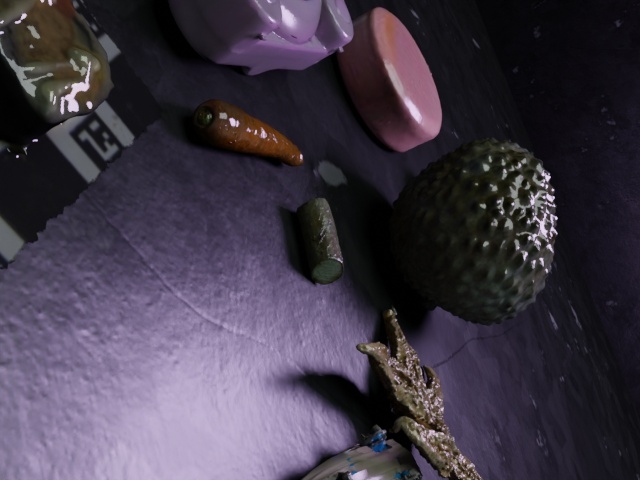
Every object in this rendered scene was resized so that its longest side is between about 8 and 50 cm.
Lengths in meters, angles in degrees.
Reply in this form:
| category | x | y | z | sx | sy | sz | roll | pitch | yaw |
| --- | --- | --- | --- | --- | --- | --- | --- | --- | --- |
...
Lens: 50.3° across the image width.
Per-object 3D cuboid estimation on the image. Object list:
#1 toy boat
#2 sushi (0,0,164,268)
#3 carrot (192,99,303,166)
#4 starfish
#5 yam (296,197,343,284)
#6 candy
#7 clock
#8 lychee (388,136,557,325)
| category | x | y | z | sx | sy | sz | roll | pitch | yaw |
| --- | --- | --- | --- | --- | --- | --- | --- | --- | --- |
| toy boat | 0.029 | 0.227 | 0.630 | 0.084 | 0.066 | 0.210 | 49 | 21 | 28 |
| sushi | -0.235 | -0.202 | 0.441 | 0.373 | 0.100 | 0.296 | 56 | 28 | -21 |
| carrot | -0.072 | -0.110 | 0.740 | 0.191 | 0.047 | 0.047 | 13 | 58 | -64 |
| starfish | 0.113 | 0.190 | 0.794 | 0.299 | 0.060 | 0.302 | 51 | 10 | -16 |
| yam | 0.000 | 0.000 | 0.781 | 0.043 | 0.043 | 0.094 | 24 | 47 | -54 |
| candy | 0.124 | -0.275 | 1.175 | 0.255 | 0.094 | 0.255 | 42 | 35 | -40 |
| clock | -0.106 | -0.359 | 0.797 | 0.322 | 0.113 | 0.295 | 65 | 26 | 0 |
| lychee | 0.225 | -0.010 | 0.987 | 0.255 | 0.274 | 0.255 | 34 | 13 | -9 |
